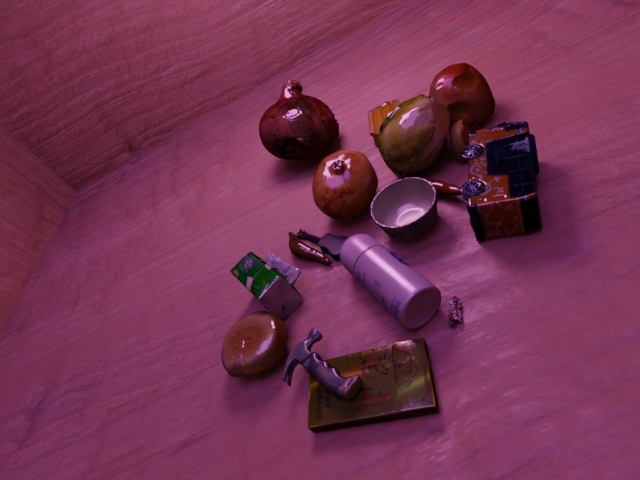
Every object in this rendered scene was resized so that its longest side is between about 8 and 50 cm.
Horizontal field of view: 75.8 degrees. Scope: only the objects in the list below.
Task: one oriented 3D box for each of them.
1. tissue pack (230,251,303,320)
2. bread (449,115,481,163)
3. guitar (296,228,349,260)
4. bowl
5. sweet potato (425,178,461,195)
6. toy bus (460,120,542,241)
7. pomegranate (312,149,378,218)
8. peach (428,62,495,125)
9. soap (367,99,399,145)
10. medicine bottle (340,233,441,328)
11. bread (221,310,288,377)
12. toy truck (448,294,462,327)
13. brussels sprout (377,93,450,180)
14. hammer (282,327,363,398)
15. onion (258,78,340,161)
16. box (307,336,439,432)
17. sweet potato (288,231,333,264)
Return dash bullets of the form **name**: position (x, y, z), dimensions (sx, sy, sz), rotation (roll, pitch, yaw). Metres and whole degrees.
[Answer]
- **tissue pack**: position (-0.158, 0.125, 1.328), dimensions (0.156, 0.148, 0.209), rotation (-47, 40, -11)
- **bread**: position (0.485, -0.343, 1.370), dimensions (0.086, 0.125, 0.156), rotation (-20, 43, 45)
- **guitar**: position (-0.001, -0.002, 1.433), dimensions (0.271, 0.038, 0.084), rotation (21, 63, 45)
- **bowl**: position (0.267, -0.084, 1.268), dimensions (0.211, 0.112, 0.212), rotation (-19, 41, 18)
- **sweet potato**: position (0.360, -0.172, 1.330), dimensions (0.264, 0.057, 0.057), rotation (12, 58, 50)
- **toy bus**: position (0.507, -0.173, 1.154), dimensions (0.194, 0.162, 0.324), rotation (-8, 48, 29)
- **pomegranate**: position (0.083, -0.193, 1.415), dimensions (0.248, 0.248, 0.248), rotation (-19, 42, 18)
- **peach**: position (0.501, -0.501, 1.466), dimensions (0.235, 0.214, 0.214), rotation (35, 71, 13)
- **soap**: position (0.273, -0.477, 1.688), dimensions (0.140, 0.073, 0.232), rotation (-19, 42, 21)
- **medicine bottle**: position (0.173, 0.093, 1.144), dimensions (0.130, 0.130, 0.341), rotation (-40, 39, -6)
- **bread**: position (-0.191, 0.304, 1.207), dimensions (0.213, 0.105, 0.214), rotation (-21, 44, 22)
- **toy truck**: position (0.335, 0.177, 1.027), dimensions (0.032, 0.024, 0.083), rotation (-33, 31, 39)
- **brussels sprout**: position (0.321, -0.359, 1.427), dimensions (0.294, 0.227, 0.260), rotation (-27, 40, 58)
- **hammer**: position (0.004, 0.325, 1.032), dimensions (0.226, 0.041, 0.159), rotation (19, 62, 47)
- **onion**: position (-0.088, -0.490, 1.804), dimensions (0.353, 0.354, 0.354), rotation (-19, 42, 18)
- **box**: position (0.116, 0.350, 0.994), dimensions (0.310, 0.043, 0.173), rotation (-18, 42, 19)
- **sweet potato**: position (-0.055, 0.036, 1.417), dimensions (0.069, 0.060, 0.249), rotation (-13, 27, -35)
